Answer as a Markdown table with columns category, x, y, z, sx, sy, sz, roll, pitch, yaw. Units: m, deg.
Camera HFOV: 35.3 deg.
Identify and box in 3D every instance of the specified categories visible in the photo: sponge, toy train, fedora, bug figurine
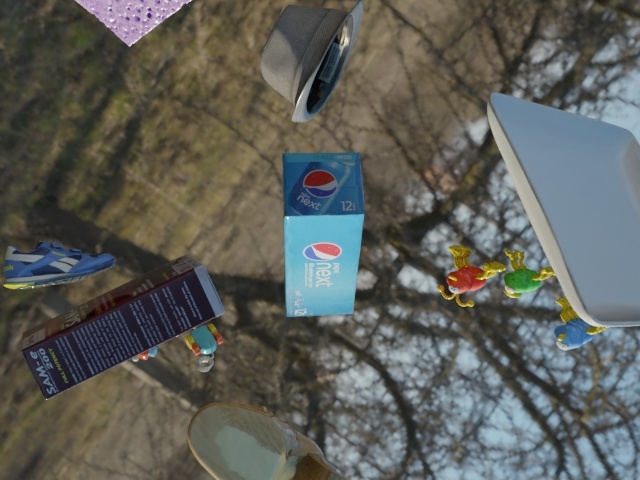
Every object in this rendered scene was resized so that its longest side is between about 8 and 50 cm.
| category | x | y | z | sx | sy | sz | roll | pitch | yaw |
| --- | --- | --- | --- | --- | --- | --- | --- | --- | --- |
| sponge | -0.223 | -0.337 | 1.283 | 0.210 | 0.117 | 0.031 | -24 | -144 | 39 |
| toy train | -0.262 | 0.192 | 1.831 | 0.046 | 0.166 | 0.125 | 93 | 14 | -50 |
| fedora | -0.028 | -0.343 | 1.819 | 0.244 | 0.124 | 0.275 | -60 | 174 | -11 |
| bug figurine | 0.325 | 0.089 | 1.512 | 0.216 | 0.279 | 0.072 | -7 | 118 | -48 |

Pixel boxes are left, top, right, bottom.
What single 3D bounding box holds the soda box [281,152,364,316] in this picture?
| category | x | y | z | sx | sy | sz | roll | pitch | yaw |
| --- | --- | --- | --- | --- | --- | --- | --- | --- | --- |
| soda box | 0.000 | 0.000 | 0.960 | 0.210 | 0.071 | 0.067 | 92 | -5 | -62 |

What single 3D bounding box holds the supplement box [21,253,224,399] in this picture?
| category | x | y | z | sx | sy | sz | roll | pitch | yaw |
| --- | --- | --- | --- | --- | --- | --- | --- | --- | --- |
| supplement box | -0.251 | 0.104 | 1.270 | 0.239 | 0.073 | 0.130 | -27 | -168 | -12 |

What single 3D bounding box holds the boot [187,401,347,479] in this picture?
| category | x | y | z | sx | sy | sz | roll | pitch | yaw |
| --- | --- | --- | --- | --- | --- | --- | --- | --- | --- |
| boot | -0.109 | 0.264 | 1.352 | 0.211 | 0.295 | 0.104 | 23 | -100 | 51 |

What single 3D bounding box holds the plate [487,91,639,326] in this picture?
| category | x | y | z | sx | sy | sz | roll | pitch | yaw |
| --- | --- | --- | --- | --- | --- | --- | --- | --- | --- |
| plate | 0.305 | -0.020 | 1.087 | 0.278 | 0.277 | 0.045 | 6 | 145 | -41 |

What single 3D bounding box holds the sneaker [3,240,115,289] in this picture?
| category | x | y | z | sx | sy | sz | roll | pitch | yaw |
| --- | --- | --- | --- | --- | --- | --- | --- | --- | --- |
| sneaker | -0.336 | 0.026 | 1.298 | 0.144 | 0.059 | 0.053 | -7 | 170 | -25 |
